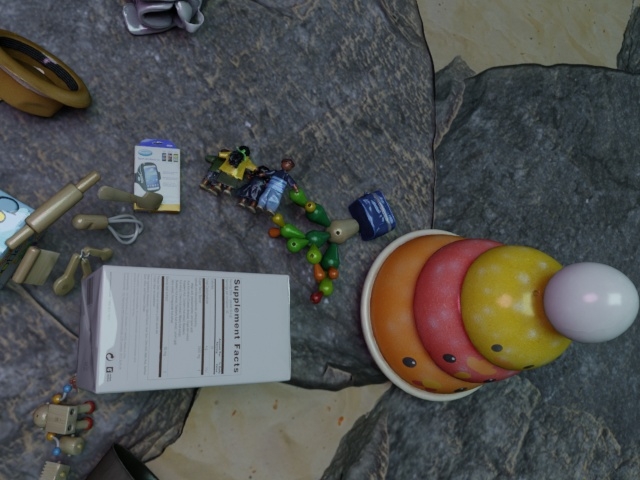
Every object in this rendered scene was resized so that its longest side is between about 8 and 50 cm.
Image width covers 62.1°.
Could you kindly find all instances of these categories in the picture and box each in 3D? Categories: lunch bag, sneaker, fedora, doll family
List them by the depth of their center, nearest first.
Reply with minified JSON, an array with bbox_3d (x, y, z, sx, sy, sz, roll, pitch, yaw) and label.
[{"bbox_3d":[-0.488,-0.268,0.889,0.194,0.194,0.079,40,107,-9],"label":"fedora"},{"bbox_3d":[-0.366,-0.517,0.968,0.366,0.137,0.210,13,73,-21],"label":"sneaker"},{"bbox_3d":[-0.131,-0.122,0.998,0.193,0.076,0.111,26,73,-2],"label":"doll family"},{"bbox_3d":[0.108,-0.055,1.095,0.065,0.067,0.098,-22,87,-23],"label":"lunch bag"}]

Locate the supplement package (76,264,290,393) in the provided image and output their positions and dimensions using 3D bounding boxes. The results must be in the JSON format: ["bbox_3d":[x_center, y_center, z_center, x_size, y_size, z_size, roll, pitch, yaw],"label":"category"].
[{"bbox_3d":[-0.216,0.141,0.849,0.293,0.177,0.175,6,76,-33],"label":"supplement package"}]

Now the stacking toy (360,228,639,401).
[{"bbox_3d":[0.308,0.112,0.914,0.351,0.480,0.350,4,78,-19],"label":"stacking toy"}]

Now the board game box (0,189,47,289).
[{"bbox_3d":[-0.584,-0.047,0.793,0.275,0.142,0.144,33,70,-11],"label":"board game box"}]

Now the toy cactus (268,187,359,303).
[{"bbox_3d":[0.000,0.000,1.041,0.181,0.112,0.218,-20,84,-42],"label":"toy cactus"}]

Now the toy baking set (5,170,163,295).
[{"bbox_3d":[-0.373,-0.019,0.854,0.030,0.196,0.256,33,70,21],"label":"toy baking set"}]

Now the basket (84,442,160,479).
[{"bbox_3d":[-0.332,0.459,0.789,0.227,0.154,0.204,-42,94,-19],"label":"basket"}]

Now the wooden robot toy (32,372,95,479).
[{"bbox_3d":[-0.417,0.289,0.845,0.079,0.076,0.173,1,77,16],"label":"wooden robot toy"}]

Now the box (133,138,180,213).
[{"bbox_3d":[-0.300,-0.118,0.976,0.081,0.028,0.136,2,77,-20],"label":"box"}]
